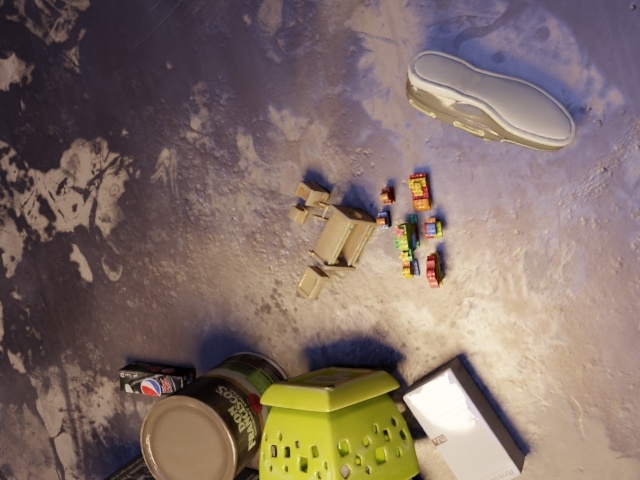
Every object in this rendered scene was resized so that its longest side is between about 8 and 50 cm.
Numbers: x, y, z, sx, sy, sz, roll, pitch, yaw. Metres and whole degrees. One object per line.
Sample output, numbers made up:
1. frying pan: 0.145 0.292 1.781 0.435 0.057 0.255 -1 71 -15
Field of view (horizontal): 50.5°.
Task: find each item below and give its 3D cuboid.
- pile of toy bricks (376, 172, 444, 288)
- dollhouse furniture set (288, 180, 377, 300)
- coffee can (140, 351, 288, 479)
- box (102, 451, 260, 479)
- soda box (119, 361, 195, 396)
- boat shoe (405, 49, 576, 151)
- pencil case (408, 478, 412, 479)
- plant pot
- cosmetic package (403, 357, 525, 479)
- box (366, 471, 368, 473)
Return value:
1. pile of toy bricks: 0.162 -0.011 1.256 0.118 0.105 0.212 -7 96 22
2. dollhouse furniture set: 0.000 0.000 1.346 0.161 0.101 0.182 41 112 37
3. coffee can: -0.197 0.359 1.358 0.201 0.275 0.202 3 100 20
4. box: -0.313 0.601 1.406 0.312 0.343 0.179 8 101 19
5. soda box: -0.369 0.315 1.532 0.168 0.060 0.053 2 100 20
6. boat shoe: 0.290 -0.231 1.182 0.305 0.091 0.109 27 65 10
7. pencil case: 0.202 0.599 1.325 0.113 0.124 0.273 -33 83 -14
8. plant pot: 0.025 0.357 1.277 0.228 0.227 0.207 -7 89 47
9. cosmetic package: 0.272 0.354 1.284 0.117 0.085 0.231 -37 83 22
10. box: 0.036 0.532 1.349 0.043 0.179 0.105 41 109 10
